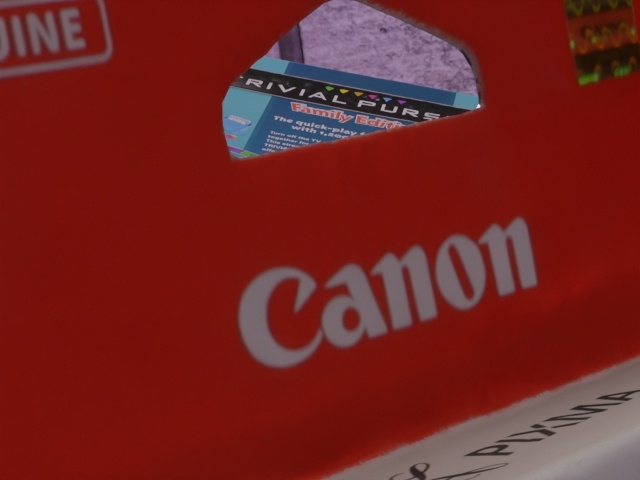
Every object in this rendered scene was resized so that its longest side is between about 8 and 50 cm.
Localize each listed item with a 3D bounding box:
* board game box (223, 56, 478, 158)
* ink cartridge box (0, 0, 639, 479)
[{"bbox_3d":[0.000,0.000,1.065,0.254,0.079,0.336,11,27,6],"label":"board game box"},{"bbox_3d":[0.041,0.047,0.394,0.275,0.239,0.060,-15,7,-44],"label":"ink cartridge box"}]
